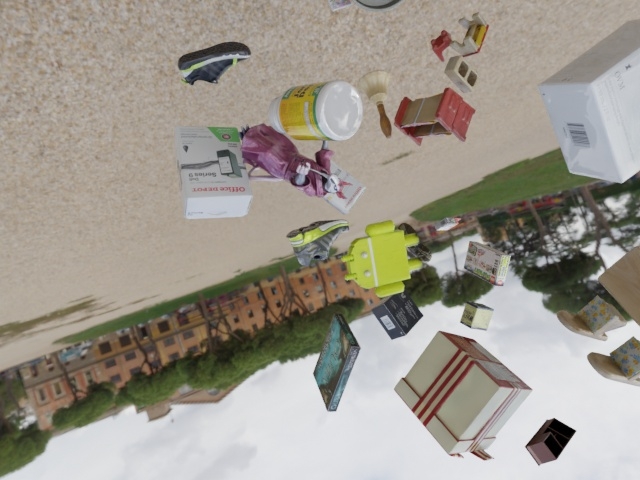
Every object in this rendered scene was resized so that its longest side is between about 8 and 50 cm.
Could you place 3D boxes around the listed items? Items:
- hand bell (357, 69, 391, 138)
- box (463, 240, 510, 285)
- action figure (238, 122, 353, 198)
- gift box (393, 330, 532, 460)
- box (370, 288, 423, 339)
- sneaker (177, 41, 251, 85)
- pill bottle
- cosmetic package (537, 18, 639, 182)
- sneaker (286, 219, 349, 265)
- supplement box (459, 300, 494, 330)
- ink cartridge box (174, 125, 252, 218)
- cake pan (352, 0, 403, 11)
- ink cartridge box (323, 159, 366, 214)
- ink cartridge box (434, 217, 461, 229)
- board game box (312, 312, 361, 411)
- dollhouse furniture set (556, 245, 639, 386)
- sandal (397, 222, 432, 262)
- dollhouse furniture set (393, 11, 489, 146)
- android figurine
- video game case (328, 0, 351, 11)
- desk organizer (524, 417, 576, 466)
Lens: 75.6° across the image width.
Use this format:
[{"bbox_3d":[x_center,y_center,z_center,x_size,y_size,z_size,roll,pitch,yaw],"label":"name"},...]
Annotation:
[{"bbox_3d":[0.221,-0.482,1.513,0.126,0.241,0.126,-10,165,-3],"label":"hand bell"},{"bbox_3d":[0.602,0.080,1.505,0.036,0.114,0.207,5,-167,-13],"label":"box"},{"bbox_3d":[-0.081,-0.207,1.253,0.248,0.370,0.275,-47,165,-43],"label":"action figure"},{"bbox_3d":[0.403,0.440,1.152,0.276,0.255,0.258,24,104,-36],"label":"gift box"},{"bbox_3d":[0.322,0.303,1.723,0.158,0.156,0.093,-32,176,-41],"label":"box"},{"bbox_3d":[-0.323,-0.542,1.279,0.235,0.084,0.097,-12,138,2],"label":"sneaker"},{"bbox_3d":[-0.020,-0.274,0.884,0.118,0.117,0.208,-18,-158,-35],"label":"pill bottle"},{"bbox_3d":[0.602,-0.276,0.816,0.225,0.224,0.138,-37,-157,-1],"label":"cosmetic package"},{"bbox_3d":[0.000,0.000,1.416,0.111,0.121,0.300,-1,-166,40],"label":"sneaker"},{"bbox_3d":[0.553,0.267,1.460,0.083,0.083,0.056,13,-173,-26],"label":"supplement box"},{"bbox_3d":[-0.356,-0.227,1.360,0.211,0.289,0.121,-6,154,-24],"label":"ink cartridge box"},{"bbox_3d":[0.207,-0.977,1.463,0.293,0.293,0.054,-20,-152,6],"label":"cake pan"},{"bbox_3d":[0.076,-0.239,1.867,0.154,0.212,0.093,-54,-176,-4],"label":"ink cartridge box"},{"bbox_3d":[0.536,-0.068,1.715,0.115,0.029,0.063,-1,155,-37],"label":"ink cartridge box"},{"bbox_3d":[0.034,0.281,0.957,0.026,0.186,0.126,9,-158,-21],"label":"board game box"},{"bbox_3d":[0.705,0.168,0.826,0.257,0.394,0.362,18,125,-21],"label":"dollhouse furniture set"},{"bbox_3d":[0.430,0.015,1.919,0.090,0.219,0.060,-48,-171,-16],"label":"sandal"},{"bbox_3d":[0.418,-0.518,1.366,0.152,0.373,0.201,25,175,-34],"label":"dollhouse furniture set"},{"bbox_3d":[0.201,0.062,1.355,0.273,0.248,0.056,-10,-172,-14],"label":"android figurine"},{"bbox_3d":[0.056,-0.925,1.533,0.087,0.122,0.011,-30,-168,-20],"label":"video game case"},{"bbox_3d":[0.527,0.452,0.940,0.130,0.047,0.050,-15,153,-40],"label":"desk organizer"}]
